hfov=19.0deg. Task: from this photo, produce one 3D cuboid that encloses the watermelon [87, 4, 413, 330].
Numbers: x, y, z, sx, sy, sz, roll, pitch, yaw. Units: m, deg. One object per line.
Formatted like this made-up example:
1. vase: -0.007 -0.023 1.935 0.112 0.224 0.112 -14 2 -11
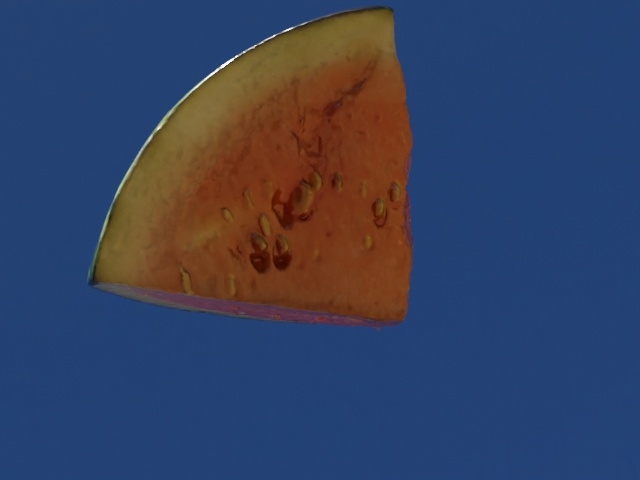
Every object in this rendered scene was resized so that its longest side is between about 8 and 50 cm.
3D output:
1. watermelon: 0.000 0.000 0.622 0.125 0.094 0.135 -48 -32 -8
